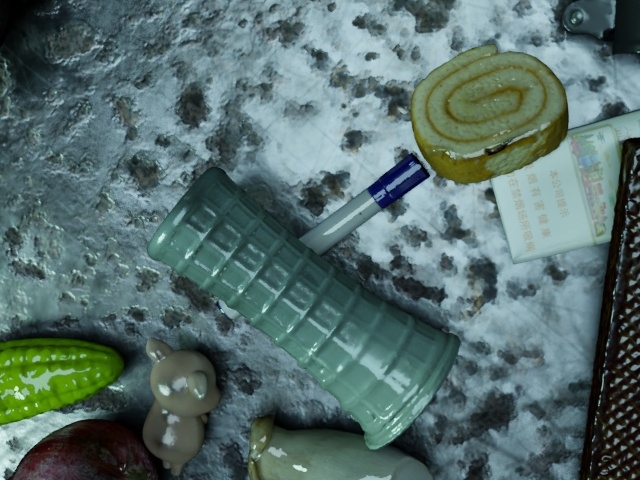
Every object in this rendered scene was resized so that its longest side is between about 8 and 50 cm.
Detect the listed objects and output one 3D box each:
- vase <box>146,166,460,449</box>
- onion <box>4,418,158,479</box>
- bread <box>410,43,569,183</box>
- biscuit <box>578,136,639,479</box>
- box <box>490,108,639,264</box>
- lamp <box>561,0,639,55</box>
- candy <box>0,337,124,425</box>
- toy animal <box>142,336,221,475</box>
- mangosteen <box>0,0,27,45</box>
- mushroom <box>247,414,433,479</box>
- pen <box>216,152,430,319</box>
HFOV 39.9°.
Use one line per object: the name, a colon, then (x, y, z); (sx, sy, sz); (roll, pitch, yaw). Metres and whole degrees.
vase: (-0.023, 0.061, 0.870); (0.299, 0.143, 0.143); (38, 100, -3)
onion: (-0.273, 0.273, 0.952); (0.195, 0.159, 0.159); (-7, 94, 25)
bread: (0.162, -0.127, 0.862); (0.149, 0.073, 0.122); (-23, 67, 9)
biscuit: (0.325, 0.094, 0.852); (0.107, 0.073, 0.388); (5, 102, 9)
box: (0.286, -0.060, 0.883); (0.220, 0.032, 0.122); (-15, 92, 11)
lamp: (0.316, -0.256, 0.819); (0.172, 0.147, 0.227); (6, 104, 22)
candy: (-0.318, 0.151, 0.973); (0.209, 0.097, 0.097); (-10, 94, 5)
toy animal: (-0.152, 0.181, 0.952); (0.083, 0.089, 0.150); (8, 105, 5)
mangosteen: (-0.399, -0.291, 0.880); (0.231, 0.231, 0.289); (39, 93, 4)
mushroom: (0.016, 0.241, 0.921); (0.212, 0.097, 0.088); (15, 71, 18)
pen: (0.000, 0.000, 0.936); (0.269, 0.033, 0.033); (-37, 89, 11)
